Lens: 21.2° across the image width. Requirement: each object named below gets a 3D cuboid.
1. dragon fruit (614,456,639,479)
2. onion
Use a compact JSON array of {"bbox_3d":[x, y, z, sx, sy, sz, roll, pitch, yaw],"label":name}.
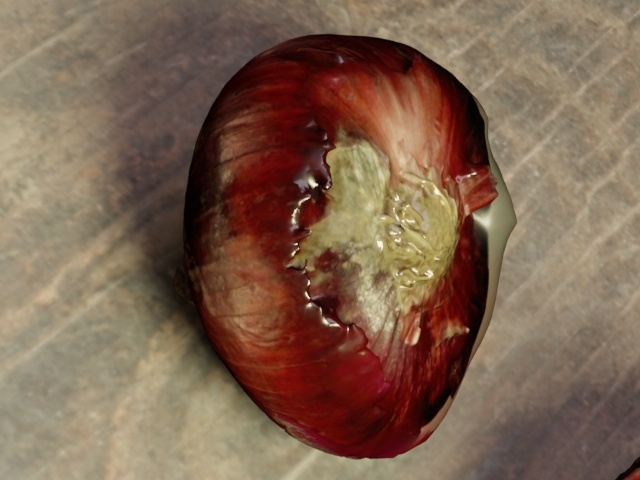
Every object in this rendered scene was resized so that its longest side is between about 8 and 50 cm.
[{"bbox_3d":[0.266,0.249,0.963,0.329,0.329,0.329,16,52,-22],"label":"dragon fruit"},{"bbox_3d":[0.000,0.000,1.060,0.272,0.195,0.272,1,89,-61],"label":"onion"}]
